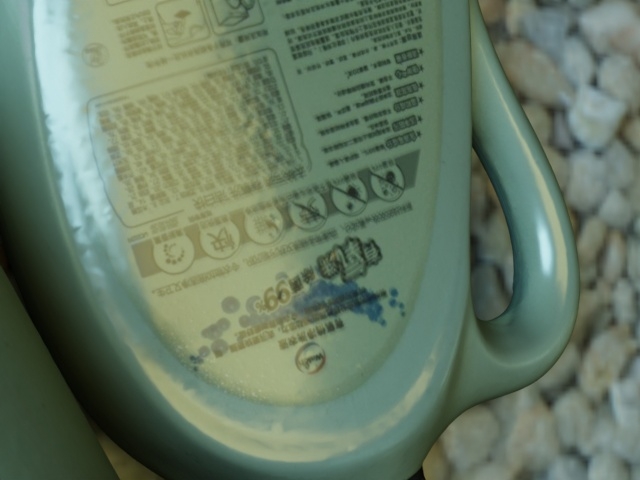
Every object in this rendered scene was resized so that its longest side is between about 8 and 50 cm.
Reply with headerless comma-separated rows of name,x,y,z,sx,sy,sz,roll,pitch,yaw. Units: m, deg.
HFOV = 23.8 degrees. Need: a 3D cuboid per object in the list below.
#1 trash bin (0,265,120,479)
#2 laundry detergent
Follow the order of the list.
trash bin,-0.129,0.187,0.379,0.280,0.280,0.432,-28,95,-27
laundry detergent,0.000,0.000,0.552,0.215,0.105,0.280,-23,94,-29
